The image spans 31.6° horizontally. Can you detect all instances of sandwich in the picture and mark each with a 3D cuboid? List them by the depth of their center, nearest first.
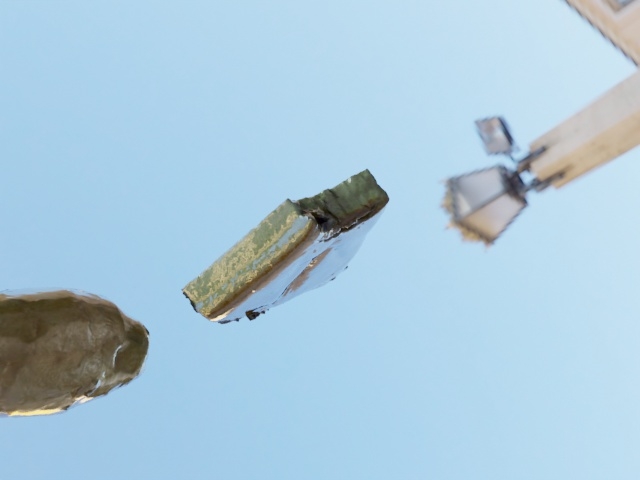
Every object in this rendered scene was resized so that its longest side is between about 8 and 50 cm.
[{"bbox_3d":[0.000,0.000,1.215,0.245,0.212,0.063,-19,-106,-55],"label":"sandwich"}]

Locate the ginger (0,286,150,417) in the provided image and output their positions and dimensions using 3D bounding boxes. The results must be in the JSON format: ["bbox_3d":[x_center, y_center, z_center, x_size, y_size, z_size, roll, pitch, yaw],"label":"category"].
[{"bbox_3d":[-0.261,0.089,0.558,0.348,0.122,0.363,29,-141,-18],"label":"ginger"}]
